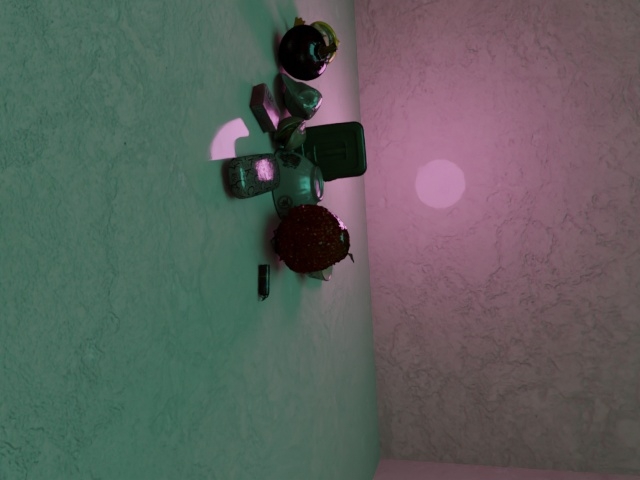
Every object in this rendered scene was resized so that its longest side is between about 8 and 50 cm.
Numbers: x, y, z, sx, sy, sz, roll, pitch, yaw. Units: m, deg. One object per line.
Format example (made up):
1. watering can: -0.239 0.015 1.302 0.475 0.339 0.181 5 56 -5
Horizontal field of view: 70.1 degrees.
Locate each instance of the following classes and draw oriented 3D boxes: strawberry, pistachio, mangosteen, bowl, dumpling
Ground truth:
1. strawberry: -0.010 0.011 1.742 0.292 0.343 0.292 -18 118 -38
2. pistachio: -0.122 -0.445 1.885 0.129 0.131 0.206 38 31 -6
3. mangosteen: -0.044 -0.813 1.980 0.235 0.261 0.235 -14 108 -53
4. bowl: -0.027 0.072 2.088 0.238 0.126 0.238 -4 90 -74
5. dumpling: -0.100 -0.619 2.003 0.293 0.204 0.163 -88 -161 -61
6. bowl: -0.077 -0.232 1.940 0.337 0.157 0.337 -3 90 -74

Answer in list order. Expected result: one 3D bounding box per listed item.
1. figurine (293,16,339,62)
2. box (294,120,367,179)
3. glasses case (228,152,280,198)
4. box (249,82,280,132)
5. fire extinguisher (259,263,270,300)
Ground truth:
1. figurine: -0.032 -0.983 2.249 0.343 0.187 0.215 -27 122 -66
2. box: 0.048 -0.420 2.155 0.178 0.328 0.253 -77 161 -78
3. glasses case: -0.219 -0.226 1.567 0.354 0.085 0.137 -40 126 -70
4. box: -0.208 -0.497 1.724 0.156 0.060 0.111 61 28 -57
5. fire extinguisher: -0.200 0.152 1.632 0.056 0.039 0.132 20 67 -63
